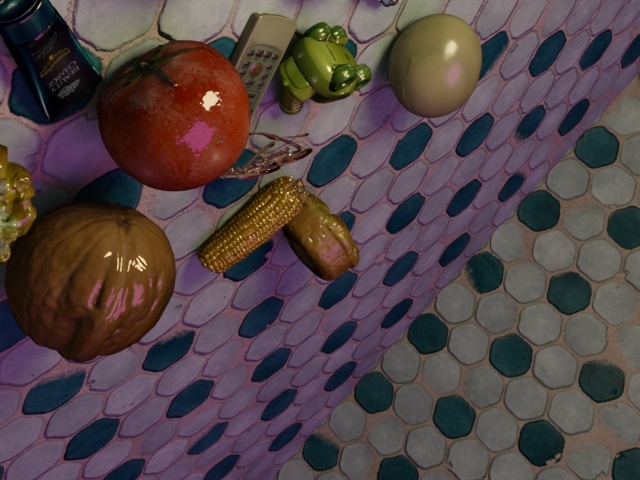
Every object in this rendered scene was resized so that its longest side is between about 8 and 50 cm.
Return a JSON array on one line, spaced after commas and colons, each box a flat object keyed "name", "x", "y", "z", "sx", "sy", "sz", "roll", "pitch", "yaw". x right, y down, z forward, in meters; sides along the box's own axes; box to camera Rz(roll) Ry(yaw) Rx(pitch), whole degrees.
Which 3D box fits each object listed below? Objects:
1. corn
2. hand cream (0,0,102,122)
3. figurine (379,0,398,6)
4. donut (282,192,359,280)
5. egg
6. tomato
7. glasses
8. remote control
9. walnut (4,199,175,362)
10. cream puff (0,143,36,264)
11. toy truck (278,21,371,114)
[{"name": "corn", "x": -0.159, "y": -0.039, "z": 2.120, "sx": 0.318, "sy": 0.115, "sz": 0.115, "roll": -43, "pitch": 155, "yaw": -5}, {"name": "hand cream", "x": -0.430, "y": -0.291, "z": 1.399, "sx": 0.120, "sy": 0.061, "sz": 0.270, "roll": -45, "pitch": 163, "yaw": -13}, {"name": "figurine", "x": 0.122, "y": -0.536, "z": 1.864, "sx": 0.079, "sy": 0.077, "sz": 0.136, "roll": -11, "pitch": 172, "yaw": 6}, {"name": "donut", "x": 0.000, "y": 0.000, "z": 2.306, "sx": 0.128, "sy": 0.208, "sz": 0.261, "roll": -41, "pitch": 150, "yaw": -9}, {"name": "egg", "x": 0.270, "y": -0.412, "z": 2.088, "sx": 0.219, "sy": 0.219, "sz": 0.269, "roll": -29, "pitch": 147, "yaw": -31}, {"name": "tomato", "x": -0.248, "y": -0.207, "z": 1.534, "sx": 0.265, "sy": 0.265, "sz": 0.265, "roll": -35, "pitch": 153, "yaw": -21}, {"name": "glasses", "x": -0.137, "y": -0.191, "z": 1.945, "sx": 0.255, "sy": 0.095, "sz": 0.162, "roll": -24, "pitch": -172, "yaw": -43}, {"name": "remote control", "x": -0.146, "y": -0.329, "z": 1.781, "sx": 0.123, "sy": 0.038, "sz": 0.285, "roll": -5, "pitch": 133, "yaw": -54}, {"name": "walnut", "x": -0.436, "y": 0.079, "z": 1.673, "sx": 0.333, "sy": 0.333, "sz": 0.333, "roll": -35, "pitch": 153, "yaw": -21}, {"name": "cream puff", "x": -0.551, "y": -0.076, "z": 1.410, "sx": 0.195, "sy": 0.195, "sz": 0.221, "roll": -32, "pitch": 140, "yaw": -26}, {"name": "toy truck", "x": -0.013, "y": -0.348, "z": 1.843, "sx": 0.211, "sy": 0.148, "sz": 0.187, "roll": -30, "pitch": 174, "yaw": 7}]
